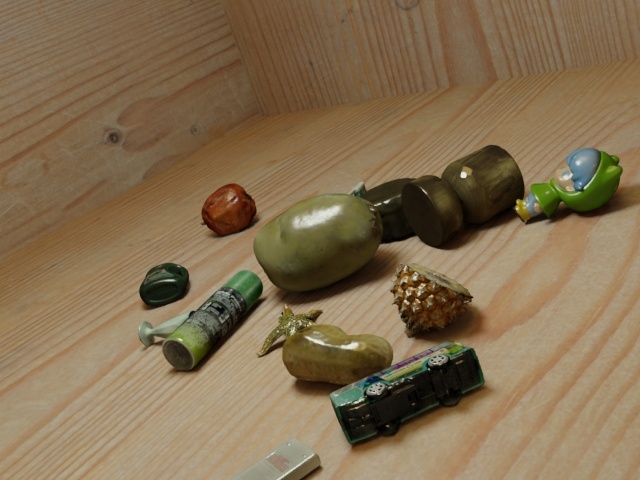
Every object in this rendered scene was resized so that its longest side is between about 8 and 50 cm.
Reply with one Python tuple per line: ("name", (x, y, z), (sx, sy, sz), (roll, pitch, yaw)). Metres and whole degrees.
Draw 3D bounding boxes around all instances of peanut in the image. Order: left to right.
("peanut", (0.032, 0.220, 1.486), (0.236, 0.110, 0.120), (-5, 11, 30))

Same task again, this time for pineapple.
("pineapple", (0.210, 0.135, 1.558), (0.161, 0.137, 0.176), (21, 10, -20))

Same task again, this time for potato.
("potato", (0.000, 0.000, 1.925), (0.326, 0.221, 0.243), (-28, 9, 6))

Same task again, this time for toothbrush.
("toothbrush", (0.041, -0.082, 2.363), (0.042, 0.040, 0.418), (-2, 26, 34))

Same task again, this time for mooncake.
("mooncake", (0.199, -0.085, 2.117), (0.228, 0.124, 0.228), (-21, 16, 7))

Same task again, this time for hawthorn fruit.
("hawthorn fruit", (-0.303, -0.100, 2.577), (0.173, 0.173, 0.179), (11, 62, 54))

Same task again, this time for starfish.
("starfish", (-0.042, 0.199, 1.711), (0.175, 0.053, 0.208), (0, 32, 21))

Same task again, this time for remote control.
("remote control", (-0.096, 0.396, 1.256), (0.190, 0.029, 0.087), (-29, 22, -26))

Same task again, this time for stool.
("stool", (0.365, -0.116, 1.962), (0.264, 0.179, 0.179), (-25, 21, -18))

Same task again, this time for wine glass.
("wine glass", (-0.372, 0.220, 1.907), (0.155, 0.073, 0.073), (-12, 21, 25))

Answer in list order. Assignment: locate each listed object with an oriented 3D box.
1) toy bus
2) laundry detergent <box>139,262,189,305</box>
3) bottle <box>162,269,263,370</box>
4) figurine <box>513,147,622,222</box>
("toy bus", (0.147, 0.257, 1.323), (0.261, 0.091, 0.109), (-21, 13, -10))
("laundry detergent", (-0.454, 0.114, 2.250), (0.144, 0.078, 0.222), (-17, 18, 0))
("bottle", (-0.252, 0.185, 1.854), (0.093, 0.093, 0.330), (-6, 23, 31))
("figurine", (0.601, -0.127, 1.859), (0.263, 0.143, 0.162), (-29, 7, 24))
